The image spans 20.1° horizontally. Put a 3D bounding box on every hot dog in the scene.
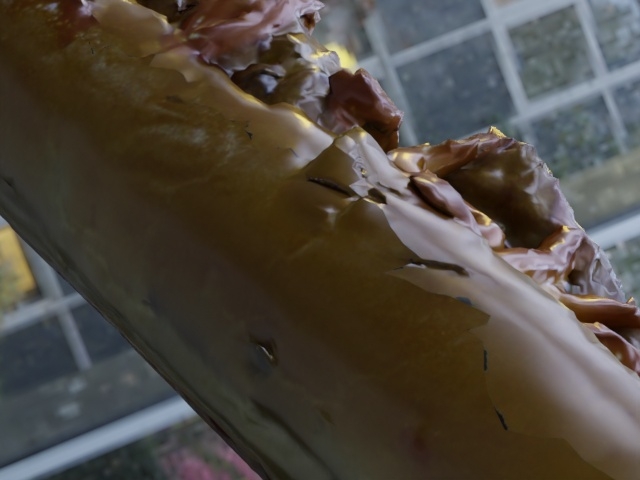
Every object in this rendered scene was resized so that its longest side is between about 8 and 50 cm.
[{"bbox_3d":[0.000,0.000,0.505,0.349,0.117,0.158,41,-7,32],"label":"hot dog"}]
